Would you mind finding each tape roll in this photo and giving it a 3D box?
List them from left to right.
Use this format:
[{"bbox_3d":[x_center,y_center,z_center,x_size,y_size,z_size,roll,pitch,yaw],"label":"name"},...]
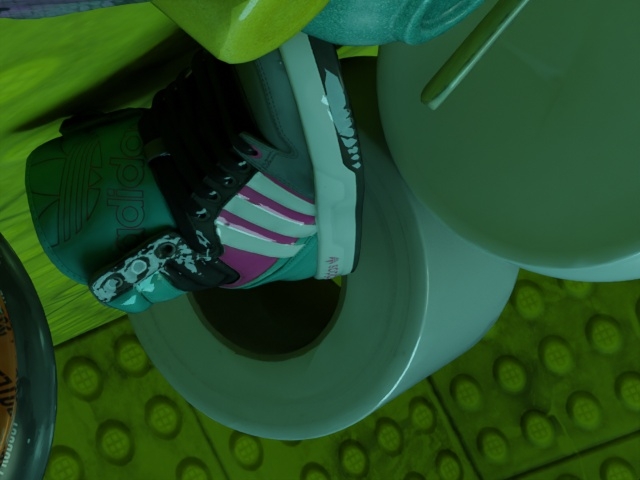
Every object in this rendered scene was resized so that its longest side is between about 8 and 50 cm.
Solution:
[{"bbox_3d":[0.000,0.000,1.113,0.246,0.246,0.169,-28,178,31],"label":"tape roll"}]

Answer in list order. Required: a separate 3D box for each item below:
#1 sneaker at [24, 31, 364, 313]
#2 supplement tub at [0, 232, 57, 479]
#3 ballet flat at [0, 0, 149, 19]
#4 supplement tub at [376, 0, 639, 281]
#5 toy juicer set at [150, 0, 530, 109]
[{"bbox_3d":[-0.074,-0.048,0.861,0.178,0.124,0.295,-11,155,-4],"label":"sneaker"},{"bbox_3d":[-0.225,0.074,0.691,0.207,0.207,0.338,-26,178,-17],"label":"supplement tub"},{"bbox_3d":[-0.014,-0.093,0.393,0.221,0.077,0.079,-5,175,21],"label":"ballet flat"},{"bbox_3d":[0.180,-0.101,0.956,0.235,0.235,0.325,-28,176,23],"label":"supplement tub"},{"bbox_3d":[0.054,-0.150,0.578,0.209,0.089,0.329,-44,168,14],"label":"toy juicer set"}]
